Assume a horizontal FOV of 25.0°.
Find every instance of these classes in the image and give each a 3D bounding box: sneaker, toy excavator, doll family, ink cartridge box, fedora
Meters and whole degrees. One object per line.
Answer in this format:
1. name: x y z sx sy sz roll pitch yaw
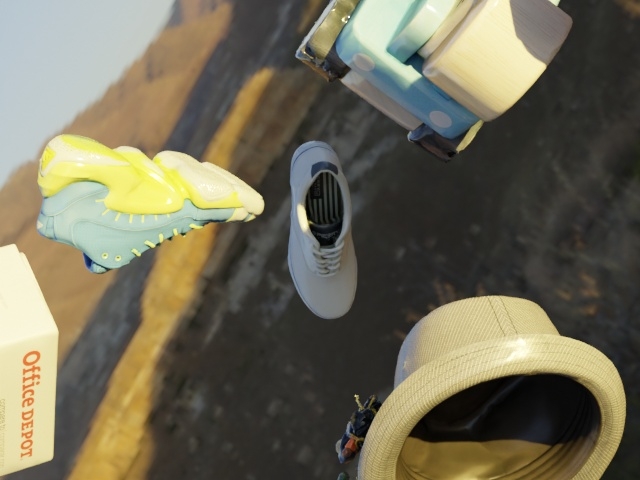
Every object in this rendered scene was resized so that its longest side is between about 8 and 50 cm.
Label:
1. sneaker: 0.000 0.000 1.916 0.091 0.094 0.258 -104 4 -64
2. toy excavator: 0.154 -0.248 1.530 0.433 0.222 0.445 -60 10 -31
3. sneaker: -0.178 -0.026 1.443 0.091 0.240 0.126 44 116 57
4. doll family: 0.049 0.203 1.409 0.111 0.076 0.193 93 -168 -68
5. ink cartridge box: -0.383 0.140 1.295 0.117 0.278 0.201 55 148 34
6. fedora: 0.144 0.150 1.300 0.275 0.243 0.124 91 169 -45
